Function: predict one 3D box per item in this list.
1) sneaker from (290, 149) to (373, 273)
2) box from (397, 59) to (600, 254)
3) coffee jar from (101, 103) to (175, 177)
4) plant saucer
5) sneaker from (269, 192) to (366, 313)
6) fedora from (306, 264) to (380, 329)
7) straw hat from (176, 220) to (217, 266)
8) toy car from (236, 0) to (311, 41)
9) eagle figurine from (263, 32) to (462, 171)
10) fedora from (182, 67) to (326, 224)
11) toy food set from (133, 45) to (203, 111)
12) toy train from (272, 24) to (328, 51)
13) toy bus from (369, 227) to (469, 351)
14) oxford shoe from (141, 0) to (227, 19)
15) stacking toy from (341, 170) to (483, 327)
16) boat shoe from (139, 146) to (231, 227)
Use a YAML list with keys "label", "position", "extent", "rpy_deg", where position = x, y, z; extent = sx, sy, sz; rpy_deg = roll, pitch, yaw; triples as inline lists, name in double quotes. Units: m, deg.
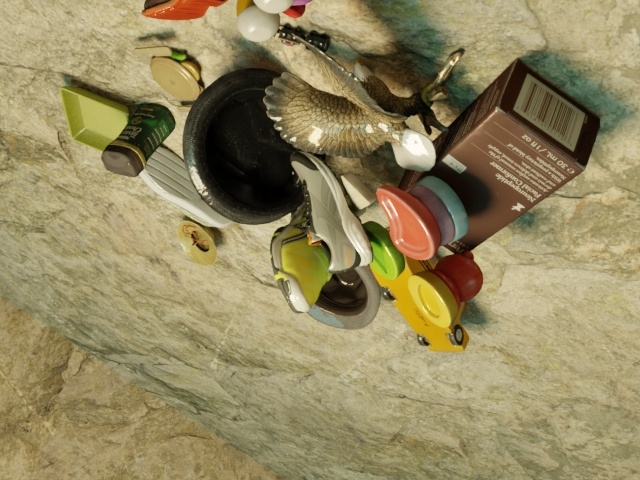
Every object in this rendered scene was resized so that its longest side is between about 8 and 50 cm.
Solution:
- label: "sneaker"
  position: [0.003, -0.059, 1.522]
  extent: [0.272, 0.108, 0.100]
  rpy_deg: [62, 170, 13]
- label: "box"
  position: [0.306, -0.136, 1.427]
  extent: [0.191, 0.143, 0.381]
  rpy_deg: [33, 148, -7]
- label: "coffee jar"
  position: [-0.418, -0.227, 1.762]
  extent: [0.096, 0.184, 0.079]
  rpy_deg: [11, 143, 22]
- label: "plant saucer"
  position: [-0.534, -0.292, 1.884]
  extent: [0.188, 0.045, 0.188]
  rpy_deg: [22, 146, 8]
- label: "sneaker"
  position: [0.000, 0.000, 1.622]
  extent: [0.147, 0.385, 0.145]
  rpy_deg: [-13, 123, 21]
- label: "fedora"
  position: [0.048, 0.079, 1.899]
  extent: [0.243, 0.124, 0.275]
  rpy_deg: [6, 132, 26]
- label: "straw hat"
  position: [-0.320, -0.006, 2.100]
  extent: [0.144, 0.061, 0.145]
  rpy_deg: [20, 131, 25]
- label: "toy car"
  position: [-0.071, -0.433, 1.310]
  extent: [0.136, 0.159, 0.182]
  rpy_deg: [2, 155, -26]
- label: "eagle figurine"
  position: [0.069, -0.249, 1.370]
  extent: [0.225, 0.298, 0.226]
  rpy_deg: [-135, 48, -56]
- label: "fedora"
  position: [-0.154, -0.201, 1.599]
  extent: [0.334, 0.334, 0.152]
  rpy_deg: [53, 169, -33]
- label: "toy food set"
  position: [-0.307, -0.355, 1.659]
  extent: [0.132, 0.039, 0.192]
  rpy_deg: [10, 148, 36]
- label: "toy train"
  position: [-0.058, -0.384, 1.450]
  extent: [0.158, 0.027, 0.036]
  rpy_deg: [18, 156, 13]
- label: "toy bus"
  position: [0.244, 0.124, 1.819]
  extent: [0.108, 0.130, 0.333]
  rpy_deg: [-8, 133, 40]
- label: "oxford shoe"
  position: [-0.253, -0.473, 1.432]
  extent: [0.271, 0.097, 0.098]
  rpy_deg: [0, 95, 49]
- label: "stacking toy"
  position: [0.190, -0.018, 1.492]
  extent: [0.279, 0.130, 0.309]
  rpy_deg: [38, 154, 44]
- label: "boat shoe"
  position: [-0.355, -0.122, 1.933]
  extent: [0.302, 0.109, 0.094]
  rpy_deg: [40, 146, -23]
